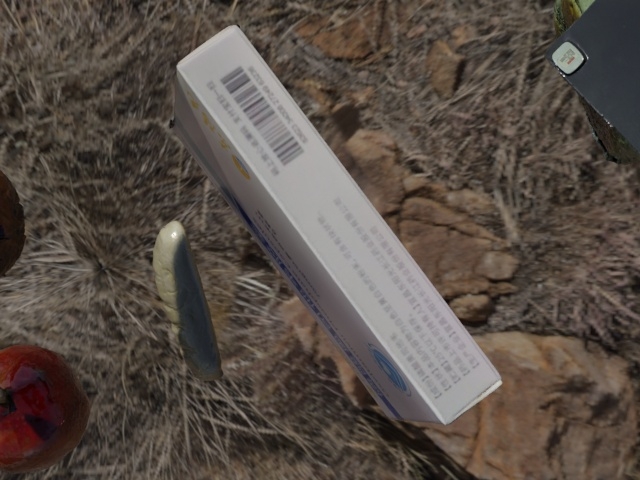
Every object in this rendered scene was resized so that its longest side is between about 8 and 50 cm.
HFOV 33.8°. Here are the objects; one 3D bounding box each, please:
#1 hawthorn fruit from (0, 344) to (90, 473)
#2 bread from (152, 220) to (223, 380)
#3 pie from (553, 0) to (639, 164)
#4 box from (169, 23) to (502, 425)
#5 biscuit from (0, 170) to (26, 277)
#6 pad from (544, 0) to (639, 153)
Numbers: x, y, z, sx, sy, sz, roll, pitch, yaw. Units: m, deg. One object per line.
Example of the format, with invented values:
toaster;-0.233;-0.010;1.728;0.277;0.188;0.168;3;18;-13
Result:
hawthorn fruit;-0.387;0.212;1.352;0.169;0.188;0.169;-4;68;10
bread;-0.162;0.077;1.260;0.053;0.073;0.214;-16;113;-6
pie;0.317;-0.190;1.178;0.054;0.240;0.240;-19;92;6
box;0.000;0.000;0.885;0.065;0.200;0.343;-37;89;-12
biscuit;-0.439;-0.038;1.304;0.049;0.192;0.192;-20;93;21
pad;0.210;-0.128;0.519;0.193;0.004;0.116;-47;57;20
